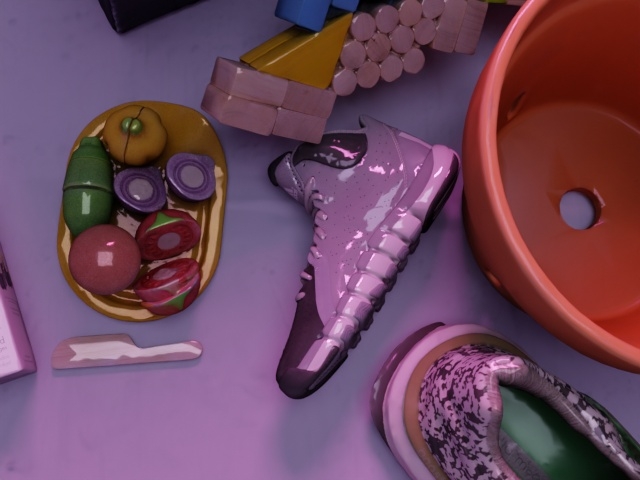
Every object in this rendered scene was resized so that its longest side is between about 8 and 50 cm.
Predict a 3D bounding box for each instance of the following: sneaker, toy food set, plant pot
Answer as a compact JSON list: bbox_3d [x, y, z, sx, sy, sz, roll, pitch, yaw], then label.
[{"bbox_3d":[0.215,0.216,0.587,0.410,0.182,0.158,39,78,0],"label":"sneaker"},{"bbox_3d":[-0.137,-0.010,0.639,0.128,0.071,0.218,4,80,-6],"label":"toy food set"},{"bbox_3d":[0.229,-0.042,0.624,0.290,0.203,0.291,1,81,-7],"label":"plant pot"},{"bbox_3d":[0.000,0.000,0.659,0.132,0.086,0.229,31,75,11],"label":"sneaker"}]

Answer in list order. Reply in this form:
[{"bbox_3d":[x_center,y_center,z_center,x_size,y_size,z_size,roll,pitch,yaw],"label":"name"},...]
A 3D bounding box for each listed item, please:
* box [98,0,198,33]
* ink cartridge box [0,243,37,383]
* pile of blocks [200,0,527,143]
[{"bbox_3d":[-0.042,-0.486,0.602,0.471,0.297,0.480,-25,89,-11],"label":"box"},{"bbox_3d":[-0.287,0.026,0.618,0.104,0.061,0.181,-18,83,-10],"label":"ink cartridge box"},{"bbox_3d":[0.052,-0.203,0.667,0.362,0.112,0.149,-29,122,-16],"label":"pile of blocks"}]
